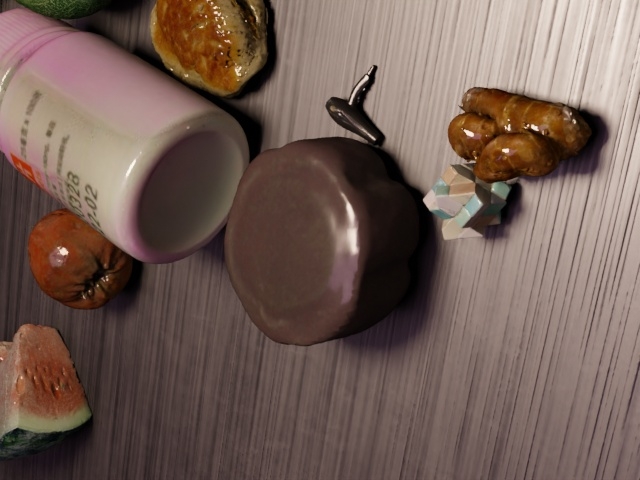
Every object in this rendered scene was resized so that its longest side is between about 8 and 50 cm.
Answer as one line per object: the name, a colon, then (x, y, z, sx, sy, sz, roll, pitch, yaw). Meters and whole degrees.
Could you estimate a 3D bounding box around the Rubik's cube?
Rubik's cube: (0.159, -0.038, 1.399, 0.073, 0.084, 0.075, 56, 146, 24)

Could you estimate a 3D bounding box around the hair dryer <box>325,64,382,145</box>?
hair dryer: (0.052, -0.162, 1.510, 0.079, 0.031, 0.083, 38, 114, 18)

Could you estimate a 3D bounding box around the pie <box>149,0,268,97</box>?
pie: (-0.144, -0.263, 1.630, 0.193, 0.079, 0.163, 34, 125, 30)

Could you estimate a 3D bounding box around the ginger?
ginger: (0.194, -0.103, 1.345, 0.162, 0.103, 0.073, 23, 149, 44)

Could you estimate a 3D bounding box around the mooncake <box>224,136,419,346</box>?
mooncake: (0.000, 0.000, 1.512, 0.245, 0.133, 0.245, 11, 106, 41)

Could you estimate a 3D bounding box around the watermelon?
watermelon: (-0.473, 0.231, 2.020, 0.318, 0.148, 0.226, 21, 95, 52)

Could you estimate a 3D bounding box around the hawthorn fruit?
hawthorn fruit: (-0.349, 0.006, 1.823, 0.189, 0.149, 0.149, 52, 128, 19)

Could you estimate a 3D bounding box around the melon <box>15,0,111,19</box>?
melon: (-0.353, -0.389, 1.712, 0.287, 0.182, 0.182, 41, 124, 46)

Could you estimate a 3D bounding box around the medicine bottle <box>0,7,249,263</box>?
medicine bottle: (-0.294, -0.147, 1.691, 0.388, 0.219, 0.219, 32, 119, 32)
